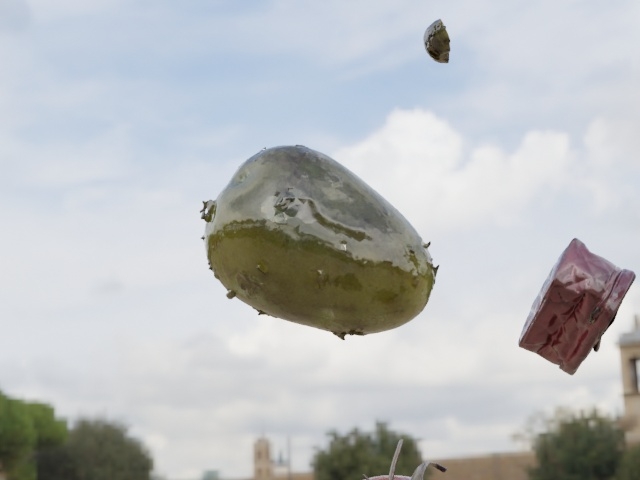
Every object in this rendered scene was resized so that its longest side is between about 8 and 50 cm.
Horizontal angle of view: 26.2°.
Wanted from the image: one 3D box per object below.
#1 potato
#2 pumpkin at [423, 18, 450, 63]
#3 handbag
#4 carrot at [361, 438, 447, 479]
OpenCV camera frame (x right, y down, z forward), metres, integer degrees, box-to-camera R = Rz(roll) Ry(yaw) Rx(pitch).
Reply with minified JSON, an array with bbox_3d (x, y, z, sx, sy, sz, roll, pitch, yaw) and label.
[{"bbox_3d":[-0.005,0.016,2.065,0.359,0.270,0.219,33,-28,16],"label":"potato"},{"bbox_3d":[0.149,-0.258,1.787,0.028,0.050,0.083,-15,-15,-7],"label":"pumpkin"},{"bbox_3d":[0.425,0.115,2.284,0.135,0.146,0.225,29,-40,8],"label":"handbag"},{"bbox_3d":[0.074,0.326,1.361,0.214,0.193,0.331,-43,-6,-6],"label":"carrot"}]
